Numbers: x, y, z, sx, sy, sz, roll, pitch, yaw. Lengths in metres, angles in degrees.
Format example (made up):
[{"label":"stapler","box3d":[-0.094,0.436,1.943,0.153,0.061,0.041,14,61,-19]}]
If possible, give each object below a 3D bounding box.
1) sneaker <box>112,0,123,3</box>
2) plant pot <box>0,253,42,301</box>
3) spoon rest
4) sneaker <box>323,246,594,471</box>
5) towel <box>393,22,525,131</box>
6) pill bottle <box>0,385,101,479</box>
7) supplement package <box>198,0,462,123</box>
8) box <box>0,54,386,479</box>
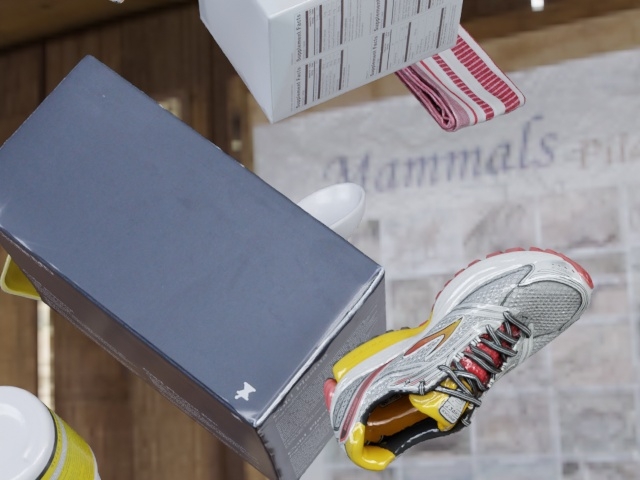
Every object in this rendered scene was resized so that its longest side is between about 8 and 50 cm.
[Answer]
[{"label":"sneaker","box3d":[-0.237,-0.314,1.375,0.215,0.083,0.084,44,19,33]},{"label":"plant pot","box3d":[-0.294,-0.032,1.838,0.212,0.212,0.187,16,9,-20]},{"label":"spoon rest","box3d":[0.000,0.000,2.000,0.137,0.276,0.084,-19,-56,17]},{"label":"sneaker","box3d":[0.104,0.092,1.010,0.225,0.092,0.088,-39,-61,19]},{"label":"towel","box3d":[0.182,-0.272,2.081,0.037,0.237,0.329,-44,-9,27]},{"label":"pill bottle","box3d":[-0.169,0.134,0.827,0.065,0.065,0.116,-3,-26,11]},{"label":"supplement package","box3d":[0.010,-0.312,1.676,0.263,0.199,0.198,-25,-29,-16]},{"label":"box","box3d":[-0.119,0.043,1.328,0.343,0.179,0.312,36,-13,14]}]
